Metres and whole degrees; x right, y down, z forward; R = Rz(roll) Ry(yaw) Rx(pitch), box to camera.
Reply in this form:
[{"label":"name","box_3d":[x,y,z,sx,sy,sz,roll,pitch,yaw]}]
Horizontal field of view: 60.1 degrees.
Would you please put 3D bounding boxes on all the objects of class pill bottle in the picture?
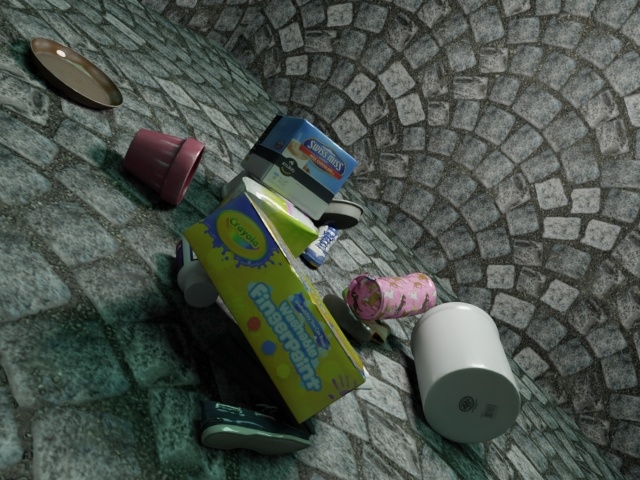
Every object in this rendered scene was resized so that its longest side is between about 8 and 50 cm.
[{"label":"pill bottle","box_3d":[-0.298,0.071,1.357,0.108,0.108,0.193,33,21,-33]}]

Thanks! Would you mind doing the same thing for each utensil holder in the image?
[{"label":"utensil holder","box_3d":[0.484,0.446,1.901,0.328,0.327,0.385,41,20,-11]}]

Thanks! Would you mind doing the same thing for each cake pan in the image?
[{"label":"cake pan","box_3d":[0.032,-0.101,2.284,0.293,0.293,0.054,21,66,-52]}]

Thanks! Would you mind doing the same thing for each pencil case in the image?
[{"label":"pencil case","box_3d":[0.264,0.196,1.987,0.386,0.160,0.167,5,82,-48]}]

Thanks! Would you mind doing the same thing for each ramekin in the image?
[{"label":"ramekin","box_3d":[-0.218,-0.146,2.004,0.273,0.127,0.272,39,19,-16]}]

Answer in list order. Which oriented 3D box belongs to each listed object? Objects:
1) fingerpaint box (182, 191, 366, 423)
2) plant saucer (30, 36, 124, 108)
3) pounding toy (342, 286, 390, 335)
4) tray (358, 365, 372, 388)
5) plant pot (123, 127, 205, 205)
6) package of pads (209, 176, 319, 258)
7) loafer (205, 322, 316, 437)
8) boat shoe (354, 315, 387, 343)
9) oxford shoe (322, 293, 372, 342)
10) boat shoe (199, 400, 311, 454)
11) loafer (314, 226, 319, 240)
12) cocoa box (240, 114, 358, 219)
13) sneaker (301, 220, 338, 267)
[{"label":"fingerpaint box","box_3d":[-0.087,0.149,1.244,0.444,0.163,0.371,57,-2,8]},{"label":"plant saucer","box_3d":[-0.772,-0.515,1.747,0.311,0.050,0.310,39,19,-16]},{"label":"pounding toy","box_3d":[0.191,0.235,2.075,0.183,0.110,0.236,34,20,-30]},{"label":"tray","box_3d":[0.057,0.364,1.611,0.270,0.030,0.145,21,30,-52]},{"label":"plant pot","box_3d":[-0.453,-0.225,1.586,0.180,0.201,0.201,26,21,-10]},{"label":"package of pads","box_3d":[-0.178,-0.031,1.661,0.297,0.229,0.101,31,21,-34]},{"label":"loafer","box_3d":[-0.134,0.325,1.217,0.302,0.095,0.109,51,-12,7]},{"label":"boat shoe","box_3d":[0.171,0.314,1.931,0.170,0.063,0.059,28,47,-28]},{"label":"oxford shoe","box_3d":[0.084,0.269,1.862,0.212,0.076,0.076,47,-13,15]},{"label":"boat shoe","box_3d":[-0.125,0.370,1.091,0.255,0.095,0.079,20,39,-34]},{"label":"loafer","box_3d":[-0.098,0.005,1.983,0.269,0.102,0.091,-8,73,-50]},{"label":"cocoa box","box_3d":[-0.080,-0.251,1.807,0.231,0.227,0.347,36,1,-24]},{"label":"sneaker","box_3d":[0.000,0.000,2.156,0.112,0.131,0.296,43,19,-11]}]
